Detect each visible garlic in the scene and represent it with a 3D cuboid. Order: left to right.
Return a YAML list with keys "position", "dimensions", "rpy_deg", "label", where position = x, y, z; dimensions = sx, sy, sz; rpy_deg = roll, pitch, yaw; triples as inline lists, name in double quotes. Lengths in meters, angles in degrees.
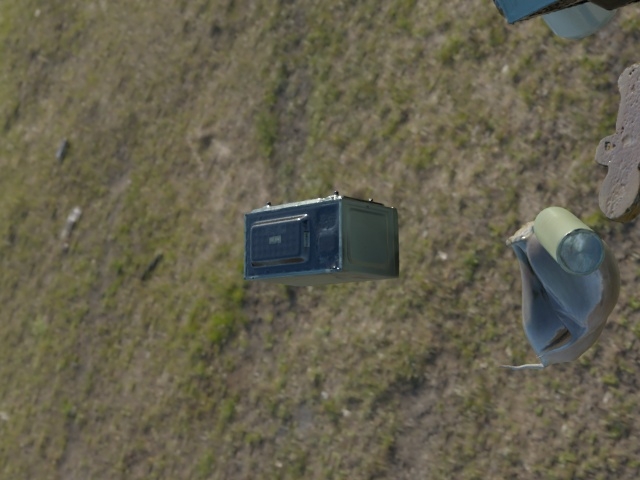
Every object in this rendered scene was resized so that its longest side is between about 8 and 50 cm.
- position: [0.549, 0.131, 2.157]
  dimensions: [0.231, 0.246, 0.339]
  rpy_deg: [165, 111, -78]
  label: "garlic"

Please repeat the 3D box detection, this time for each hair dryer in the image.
- position: [0.343, -0.458, 1.347]
  dimensions: [0.108, 0.173, 0.357]
  rpy_deg: [-15, 47, 39]
  label: "hair dryer"

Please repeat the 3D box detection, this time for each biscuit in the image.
- position: [0.555, -0.175, 1.682]
  dimensions: [0.197, 0.049, 0.301]
  rpy_deg: [179, 108, -71]
  label: "biscuit"

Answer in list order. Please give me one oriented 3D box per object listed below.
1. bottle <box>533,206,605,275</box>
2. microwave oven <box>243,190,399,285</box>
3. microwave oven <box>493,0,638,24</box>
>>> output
- position: [0.382, -0.003, 1.505]
  dimensions: [0.072, 0.072, 0.201]
  rpy_deg: [-60, 4, 12]
  label: "bottle"
- position: [0.000, 0.000, 1.518]
  dimensions: [0.205, 0.163, 0.129]
  rpy_deg: [-7, 78, 39]
  label: "microwave oven"
- position: [0.296, -0.388, 1.006]
  dimensions: [0.218, 0.355, 0.286]
  rpy_deg: [-20, 94, 44]
  label: "microwave oven"
